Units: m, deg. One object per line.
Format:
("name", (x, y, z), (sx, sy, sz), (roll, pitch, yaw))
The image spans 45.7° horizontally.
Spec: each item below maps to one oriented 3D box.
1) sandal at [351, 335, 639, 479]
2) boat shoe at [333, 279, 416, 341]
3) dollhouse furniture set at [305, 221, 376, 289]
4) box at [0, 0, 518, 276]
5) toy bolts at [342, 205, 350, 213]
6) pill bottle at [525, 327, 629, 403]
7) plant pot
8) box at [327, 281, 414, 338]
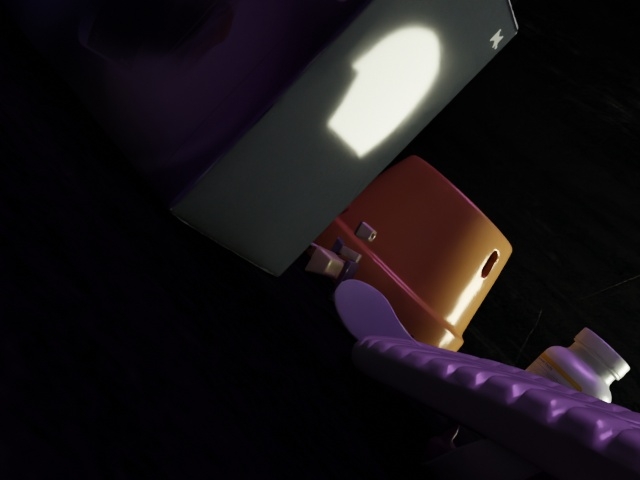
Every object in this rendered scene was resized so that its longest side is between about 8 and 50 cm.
("sandal", (0.130, 0.140, 0.476), (0.169, 0.102, 0.416), (18, -3, -23))
("boat shoe", (0.064, 0.098, 0.722), (0.142, 0.049, 0.040), (46, -15, 13))
("dollhouse furniture set", (0.000, 0.000, 0.898), (0.081, 0.091, 0.114), (29, 1, 20))
("box", (-0.054, -0.187, 0.629), (0.294, 0.296, 0.183), (46, 4, 28))
("toy bolts", (-0.048, -0.130, 0.994), (0.228, 0.218, 0.158), (62, -11, -25))
("pill bottle", (0.303, 0.203, 0.977), (0.103, 0.184, 0.103), (44, 4, -4))
("plant pot", (0.133, 0.016, 1.091), (0.291, 0.203, 0.291), (43, 5, -4))
("box", (0.059, 0.088, 0.851), (0.094, 0.027, 0.137), (43, 4, 11))
